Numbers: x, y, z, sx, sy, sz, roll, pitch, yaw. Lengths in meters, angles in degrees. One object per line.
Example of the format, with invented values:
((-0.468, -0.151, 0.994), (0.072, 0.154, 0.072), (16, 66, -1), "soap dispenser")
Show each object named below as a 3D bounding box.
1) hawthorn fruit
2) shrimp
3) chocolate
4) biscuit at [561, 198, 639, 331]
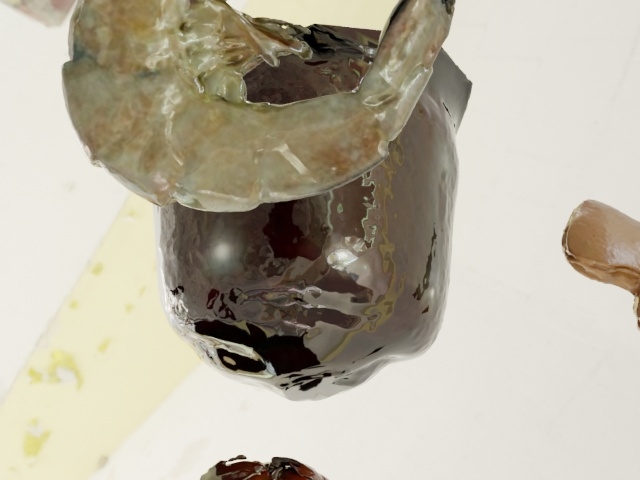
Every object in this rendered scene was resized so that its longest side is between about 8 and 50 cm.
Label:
((-0.050, 0.286, 0.848), (0.148, 0.148, 0.172), (-172, -92, -65), "hawthorn fruit")
((-0.018, -0.173, 0.622), (0.360, 0.247, 0.085), (-50, 176, -5), "shrimp")
((0.000, 0.000, 1.002), (0.384, 0.384, 0.331), (-36, -124, 43), "chocolate")
((0.341, 0.038, 0.973), (0.186, 0.192, 0.036), (-44, 163, -50), "biscuit")
